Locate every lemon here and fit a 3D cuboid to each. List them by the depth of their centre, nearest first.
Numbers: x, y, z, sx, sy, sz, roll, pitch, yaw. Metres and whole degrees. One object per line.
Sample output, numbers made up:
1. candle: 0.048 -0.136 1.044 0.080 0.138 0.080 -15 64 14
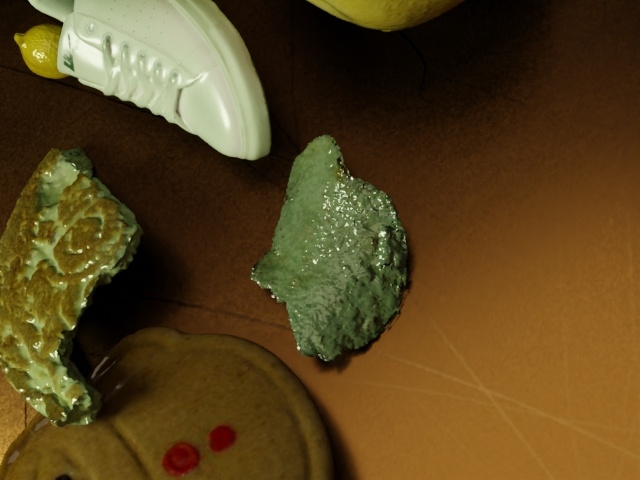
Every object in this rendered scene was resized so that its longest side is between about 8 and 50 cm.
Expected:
1. lemon: -0.320 -0.225 1.355 0.092 0.065 0.065 19 75 11

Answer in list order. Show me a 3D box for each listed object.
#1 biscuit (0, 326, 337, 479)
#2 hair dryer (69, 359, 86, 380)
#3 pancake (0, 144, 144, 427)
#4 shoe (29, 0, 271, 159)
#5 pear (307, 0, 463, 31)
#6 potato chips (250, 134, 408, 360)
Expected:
1. biscuit: -0.168 0.254 1.085 0.381 0.074 0.359 -27 52 -11
2. hair dryer: -0.275 0.123 1.229 0.063 0.037 0.114 -43 73 -5
3. pancake: -0.260 0.032 1.204 0.197 0.054 0.377 -22 51 23
4. shoe: -0.199 -0.206 1.262 0.160 0.132 0.363 -26 60 -21
5. pear: 0.056 -0.388 1.174 0.348 0.348 0.348 -5 68 13
6. potato chips: 0.004 0.000 1.189 0.167 0.059 0.228 -38 64 9
